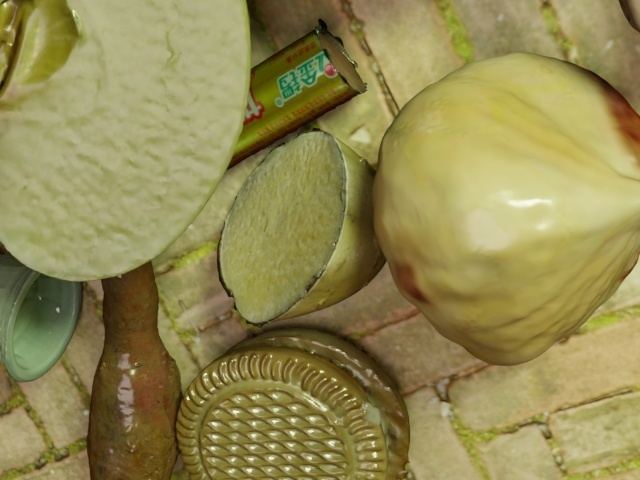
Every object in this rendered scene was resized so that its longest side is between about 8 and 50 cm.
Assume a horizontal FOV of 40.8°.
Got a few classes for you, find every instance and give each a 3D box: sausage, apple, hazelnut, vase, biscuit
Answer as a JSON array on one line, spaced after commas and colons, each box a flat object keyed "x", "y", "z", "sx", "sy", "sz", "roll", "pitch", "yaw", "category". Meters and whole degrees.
[{"x": -0.129, "y": -0.090, "z": 0.847, "sx": 0.372, "sy": 0.082, "sz": 0.082, "roll": -27, "pitch": 102, "yaw": 24, "category": "sausage"}, {"x": -0.232, "y": -0.165, "z": 0.685, "sx": 0.312, "sy": 0.320, "sz": 0.360, "roll": 39, "pitch": 112, "yaw": 35, "category": "apple"}, {"x": 0.161, "y": -0.028, "z": 0.694, "sx": 0.241, "sy": 0.261, "sz": 0.261, "roll": 15, "pitch": 119, "yaw": 44, "category": "hazelnut"}, {"x": -0.433, "y": 0.051, "z": 0.957, "sx": 0.299, "sy": 0.143, "sz": 0.143, "roll": 14, "pitch": 114, "yaw": 14, "category": "vase"}, {"x": -0.030, "y": 0.215, "z": 0.938, "sx": 0.259, "sy": 0.079, "sz": 0.259, "roll": 6, "pitch": 112, "yaw": 15, "category": "biscuit"}]

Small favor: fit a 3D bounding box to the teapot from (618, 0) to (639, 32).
[{"x": 0.339, "y": -0.296, "z": 0.516, "sx": 0.376, "sy": 0.305, "sz": 0.361, "roll": -24, "pitch": 110, "yaw": 18, "category": "teapot"}]

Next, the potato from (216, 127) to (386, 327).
[{"x": 0.000, "y": 0.000, "z": 0.821, "sx": 0.117, "sy": 0.182, "sz": 0.202, "roll": 16, "pitch": 140, "yaw": -34, "category": "potato"}]

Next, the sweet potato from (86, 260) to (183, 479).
[{"x": -0.205, "y": 0.156, "z": 0.947, "sx": 0.109, "sy": 0.109, "sz": 0.385, "roll": 10, "pitch": 113, "yaw": 11, "category": "sweet potato"}]
